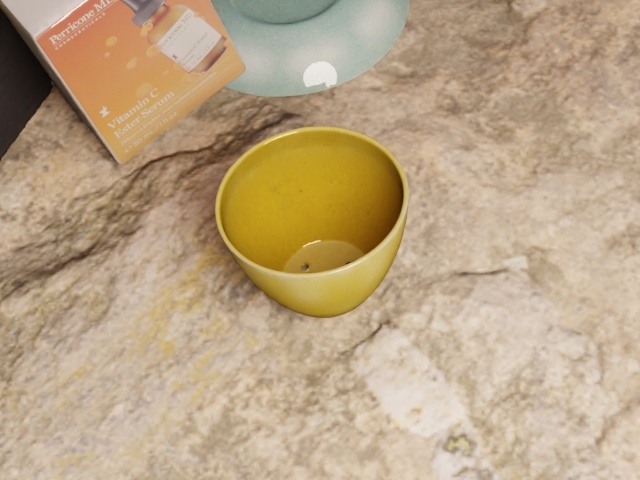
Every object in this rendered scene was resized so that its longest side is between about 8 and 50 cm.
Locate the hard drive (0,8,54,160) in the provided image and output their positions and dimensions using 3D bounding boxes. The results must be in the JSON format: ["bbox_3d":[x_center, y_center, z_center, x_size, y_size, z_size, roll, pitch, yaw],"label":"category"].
[{"bbox_3d":[-0.287,-0.152,1.297,0.064,0.237,0.339,17,57,21],"label":"hard drive"}]

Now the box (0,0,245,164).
[{"bbox_3d":[-0.154,-0.165,1.316,0.130,0.170,0.091,-38,56,-5],"label":"box"}]

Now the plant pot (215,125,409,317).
[{"bbox_3d":[0.000,0.000,1.221,0.134,0.095,0.134,-5,51,6],"label":"plant pot"}]

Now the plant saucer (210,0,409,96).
[{"bbox_3d":[-0.025,-0.201,1.423,0.195,0.037,0.195,-5,51,6],"label":"plant saucer"}]
